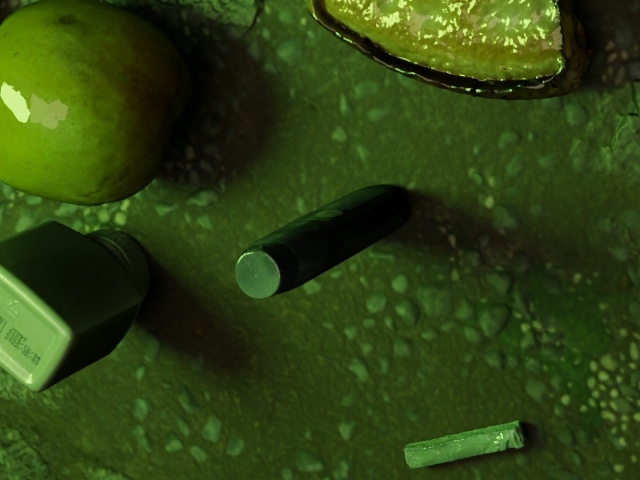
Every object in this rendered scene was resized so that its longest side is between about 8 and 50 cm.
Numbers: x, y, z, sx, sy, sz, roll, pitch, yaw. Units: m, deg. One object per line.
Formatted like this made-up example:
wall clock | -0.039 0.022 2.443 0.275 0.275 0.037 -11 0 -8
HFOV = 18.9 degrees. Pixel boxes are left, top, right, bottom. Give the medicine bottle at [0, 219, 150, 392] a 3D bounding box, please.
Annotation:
medicine bottle | -0.244 0.052 1.808 0.132 0.188 0.088 39 117 12

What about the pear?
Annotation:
pear | -0.219 -0.125 1.752 0.200 0.200 0.200 7 107 25

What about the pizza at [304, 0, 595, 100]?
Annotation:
pizza | 0.094 -0.253 1.624 0.251 0.074 0.288 -4 101 27

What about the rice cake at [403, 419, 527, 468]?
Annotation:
rice cake | 0.132 0.187 1.755 0.121 0.021 0.022 -15 107 28

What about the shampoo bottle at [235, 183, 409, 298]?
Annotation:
shampoo bottle | 0.000 0.000 1.647 0.087 0.233 0.049 -18 95 28
